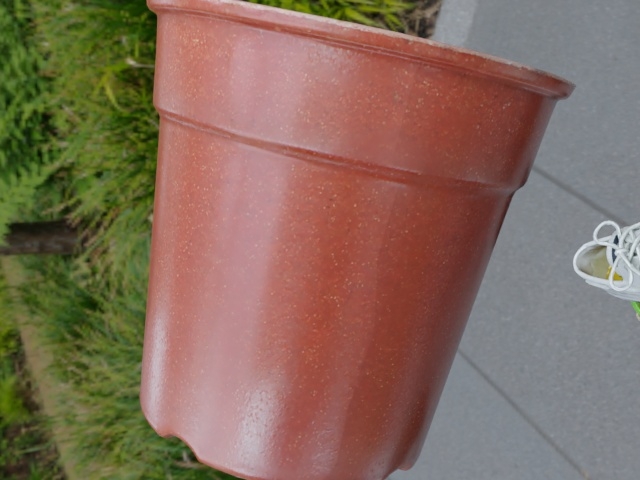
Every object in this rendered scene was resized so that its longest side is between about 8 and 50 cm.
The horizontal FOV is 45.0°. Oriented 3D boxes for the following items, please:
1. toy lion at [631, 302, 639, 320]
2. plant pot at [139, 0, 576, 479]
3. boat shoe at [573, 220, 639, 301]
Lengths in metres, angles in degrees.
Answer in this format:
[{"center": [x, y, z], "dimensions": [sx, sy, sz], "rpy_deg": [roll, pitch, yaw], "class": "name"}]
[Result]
[{"center": [0.629, 0.092, 1.468], "dimensions": [0.096, 0.100, 0.034], "rpy_deg": [62, 166, 12], "class": "toy lion"}, {"center": [0.000, 0.000, 0.519], "dimensions": [0.272, 0.272, 0.265], "rpy_deg": [27, 109, 54], "class": "plant pot"}, {"center": [0.505, 0.025, 1.218], "dimensions": [0.367, 0.156, 0.136], "rpy_deg": [170, 118, -82], "class": "boat shoe"}]
